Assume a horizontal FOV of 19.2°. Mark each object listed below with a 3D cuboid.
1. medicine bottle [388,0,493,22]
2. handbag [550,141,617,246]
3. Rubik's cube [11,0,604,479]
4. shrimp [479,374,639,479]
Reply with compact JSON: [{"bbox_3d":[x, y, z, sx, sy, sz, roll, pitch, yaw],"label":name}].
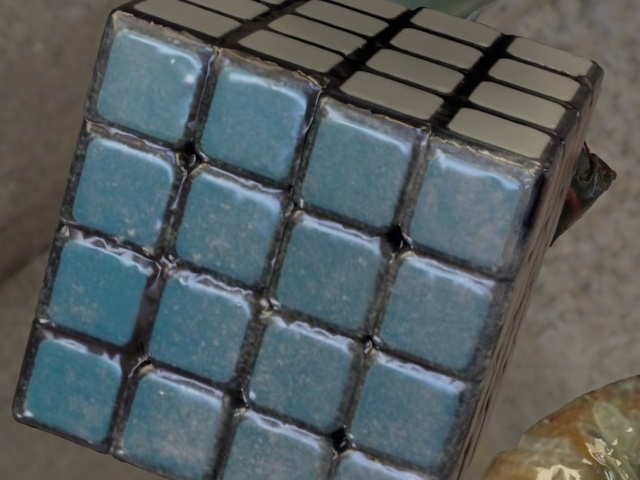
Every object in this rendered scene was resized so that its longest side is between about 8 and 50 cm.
[{"bbox_3d":[0.117,-0.324,1.768,0.245,0.245,0.290,-25,158,-39],"label":"medicine bottle"},{"bbox_3d":[0.150,-0.057,1.758,0.215,0.169,0.155,-43,-162,-13],"label":"handbag"},{"bbox_3d":[0.000,0.000,1.482,0.344,0.337,0.344,-47,154,-69],"label":"Rubik's cube"},{"bbox_3d":[0.272,0.161,1.220,0.446,0.221,0.110,-33,167,-15],"label":"shrimp"}]
